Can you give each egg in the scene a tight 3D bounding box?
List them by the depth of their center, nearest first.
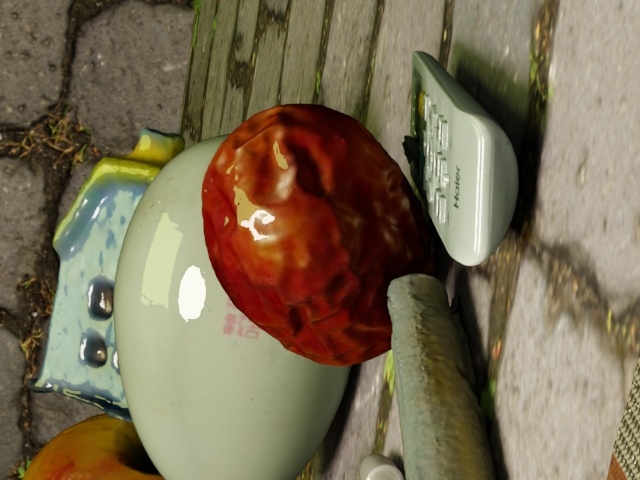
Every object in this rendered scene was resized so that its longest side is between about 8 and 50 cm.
[{"bbox_3d":[-0.077,0.081,1.746,0.230,0.229,0.371,-108,19,-67],"label":"egg"}]

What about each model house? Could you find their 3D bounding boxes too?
[{"bbox_3d":[-0.147,0.035,1.978,0.237,0.215,0.303,-6,-70,-57],"label":"model house"}]

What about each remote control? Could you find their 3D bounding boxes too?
[{"bbox_3d":[0.098,-0.066,1.366,0.293,0.051,0.103,-113,23,-74],"label":"remote control"}]

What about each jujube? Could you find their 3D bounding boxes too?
[{"bbox_3d":[0.000,0.000,1.449,0.250,0.174,0.174,62,-152,-65],"label":"jujube"}]

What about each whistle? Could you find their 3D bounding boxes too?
[{"bbox_3d":[0.083,0.145,1.271,0.326,0.068,0.057,-95,24,-51],"label":"whistle"}]

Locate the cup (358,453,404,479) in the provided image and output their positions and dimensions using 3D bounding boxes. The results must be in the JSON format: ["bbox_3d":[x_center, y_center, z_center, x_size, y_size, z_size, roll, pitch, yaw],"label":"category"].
[{"bbox_3d":[-0.033,0.297,1.512,0.300,0.167,0.173,-52,10,0],"label":"cup"}]

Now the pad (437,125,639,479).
[{"bbox_3d":[0.148,0.054,1.004,0.323,0.055,0.250,44,130,55],"label":"pad"}]

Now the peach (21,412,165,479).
[{"bbox_3d":[-0.217,0.379,2.138,0.372,0.289,0.373,-175,90,-81],"label":"peach"}]
